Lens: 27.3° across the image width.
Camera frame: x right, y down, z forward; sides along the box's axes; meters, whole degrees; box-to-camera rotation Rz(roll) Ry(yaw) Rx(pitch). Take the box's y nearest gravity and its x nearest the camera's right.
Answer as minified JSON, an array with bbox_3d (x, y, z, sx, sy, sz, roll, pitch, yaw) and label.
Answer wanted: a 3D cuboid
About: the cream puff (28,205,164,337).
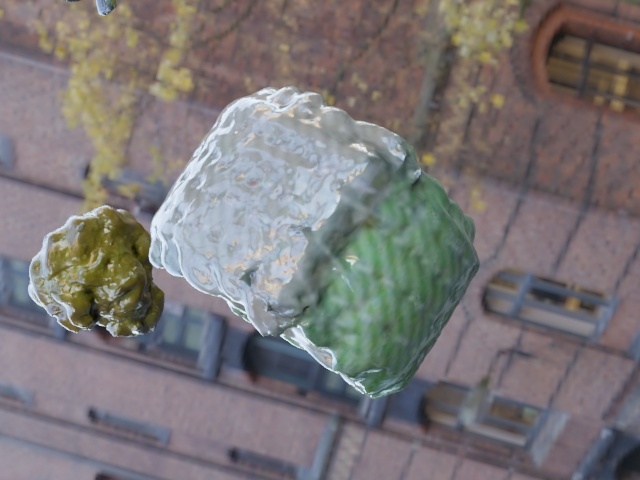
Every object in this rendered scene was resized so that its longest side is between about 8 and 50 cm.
[{"bbox_3d":[-0.220,0.043,1.348,0.146,0.116,0.146,-36,-17,-13],"label":"cream puff"}]

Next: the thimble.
[{"bbox_3d":[0.000,0.000,0.890,0.150,0.219,0.219,-58,-3,-5],"label":"thimble"}]

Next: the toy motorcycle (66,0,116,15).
[{"bbox_3d":[-0.236,-0.330,1.377,0.061,0.124,0.193,-16,73,46],"label":"toy motorcycle"}]
